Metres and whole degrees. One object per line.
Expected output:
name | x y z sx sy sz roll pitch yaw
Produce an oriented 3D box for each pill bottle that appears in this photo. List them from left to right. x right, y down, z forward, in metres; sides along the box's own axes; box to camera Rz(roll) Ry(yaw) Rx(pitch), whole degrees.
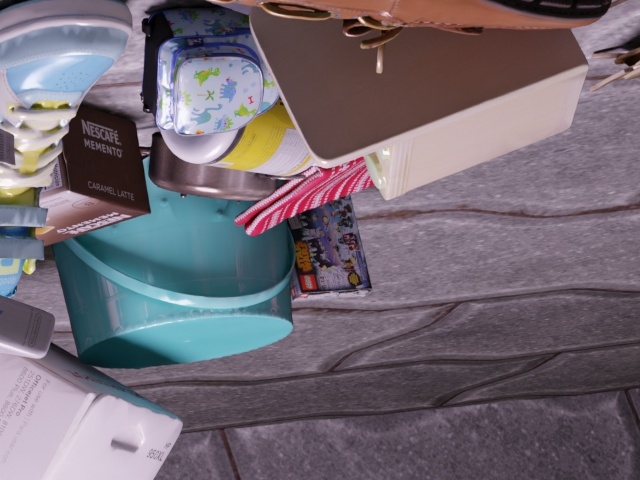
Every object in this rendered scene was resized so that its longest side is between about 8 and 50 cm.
pill bottle | -0.055 -0.114 1.841 0.103 0.103 0.184 -20 163 38

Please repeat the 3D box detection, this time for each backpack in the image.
backpack | -0.088 -0.143 1.688 0.114 0.084 0.105 -11 132 -19

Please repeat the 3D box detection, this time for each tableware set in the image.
tableware set | 0.346 -0.199 1.926 0.128 0.039 0.194 -17 176 -22

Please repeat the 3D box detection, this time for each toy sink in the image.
toy sink | 0.074 -0.136 1.605 0.234 0.153 0.131 -22 159 -10

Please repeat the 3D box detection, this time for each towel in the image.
towel | 0.063 -0.081 2.066 0.275 0.031 0.199 -22 174 -33

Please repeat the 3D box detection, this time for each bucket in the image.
bucket | -0.159 0.026 2.174 0.281 0.183 0.281 -9 166 -2

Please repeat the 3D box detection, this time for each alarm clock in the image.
alarm clock | -0.092 -0.070 1.958 0.192 0.064 0.129 8 -175 41

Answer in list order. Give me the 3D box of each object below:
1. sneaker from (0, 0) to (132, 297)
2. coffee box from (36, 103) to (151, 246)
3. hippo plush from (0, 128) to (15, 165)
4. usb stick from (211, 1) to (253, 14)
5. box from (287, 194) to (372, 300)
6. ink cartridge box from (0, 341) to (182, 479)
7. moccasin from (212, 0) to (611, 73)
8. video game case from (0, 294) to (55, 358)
sneaker | -0.250 -0.068 1.668 0.127 0.208 0.319 2 162 -37
coffee box | -0.309 -0.050 1.934 0.246 0.098 0.141 -16 165 25
hippo plush | -0.393 -0.129 1.449 0.294 0.234 0.236 19 -177 -35
usb stick | 0.001 -0.197 1.665 0.077 0.045 0.278 -18 165 29
box | 0.000 0.000 2.279 0.094 0.137 0.027 -4 159 -26
ink cartridge box | -0.386 0.160 2.167 0.395 0.166 0.285 28 178 19
moccasin | 0.044 -0.207 1.452 0.380 0.139 0.147 -2 166 -27
video game case | -0.393 0.012 1.340 0.329 0.036 0.300 6 168 43
